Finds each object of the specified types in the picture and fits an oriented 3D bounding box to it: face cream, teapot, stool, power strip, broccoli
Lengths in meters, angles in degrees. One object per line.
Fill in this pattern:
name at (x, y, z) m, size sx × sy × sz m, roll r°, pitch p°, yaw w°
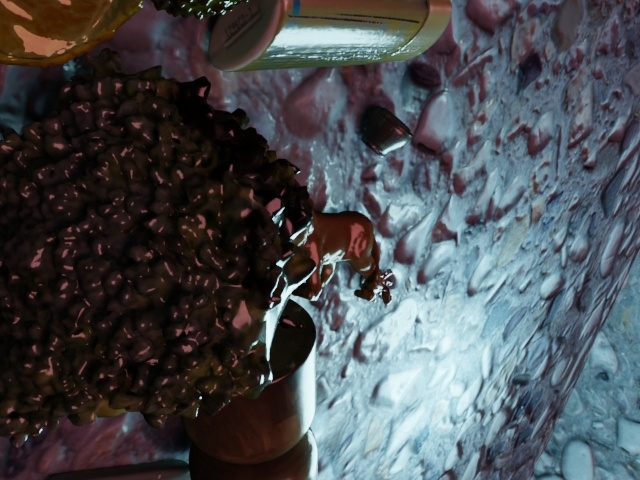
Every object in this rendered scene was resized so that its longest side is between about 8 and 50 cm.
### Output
face cream at (0.026, -0.235, 0.678) m, size 0.285 × 0.139 × 0.067 m, roll -16°, pitch 91°, yaw -40°
teapot at (0.092, -0.149, 0.858) m, size 0.057 × 0.066 × 0.088 m, roll -48°, pitch 167°, yaw 17°
stool at (-0.092, 0.220, 0.794) m, size 0.179 × 0.179 × 0.264 m, roll -25°, pitch 129°, yaw -34°
power strip at (-0.258, 0.330, 0.807) m, size 0.253 × 0.027 × 0.060 m, roll 16°, pitch 100°, yaw -50°
broccoli at (-0.163, 0.034, 0.557) m, size 0.348 × 0.293 × 0.281 m, roll -47°, pitch 178°, yaw 2°

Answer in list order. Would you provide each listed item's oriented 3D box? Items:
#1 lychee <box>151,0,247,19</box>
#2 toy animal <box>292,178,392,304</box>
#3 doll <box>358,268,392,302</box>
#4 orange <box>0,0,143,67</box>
lychee at (-0.097, -0.268, 0.503) m, size 0.171 × 0.171 × 0.171 m, roll -25°, pitch 130°, yaw -34°
toy animal at (0.000, 0.000, 0.825) m, size 0.312 × 0.097 × 0.157 m, roll 7°, pitch 102°, yaw -50°
doll at (0.087, 0.068, 0.998) m, size 0.057 × 0.039 × 0.114 m, roll -35°, pitch 155°, yaw 15°
orange at (-0.242, -0.209, 0.384) m, size 0.237 × 0.158 × 0.179 m, roll -10°, pitch 133°, yaw -42°
